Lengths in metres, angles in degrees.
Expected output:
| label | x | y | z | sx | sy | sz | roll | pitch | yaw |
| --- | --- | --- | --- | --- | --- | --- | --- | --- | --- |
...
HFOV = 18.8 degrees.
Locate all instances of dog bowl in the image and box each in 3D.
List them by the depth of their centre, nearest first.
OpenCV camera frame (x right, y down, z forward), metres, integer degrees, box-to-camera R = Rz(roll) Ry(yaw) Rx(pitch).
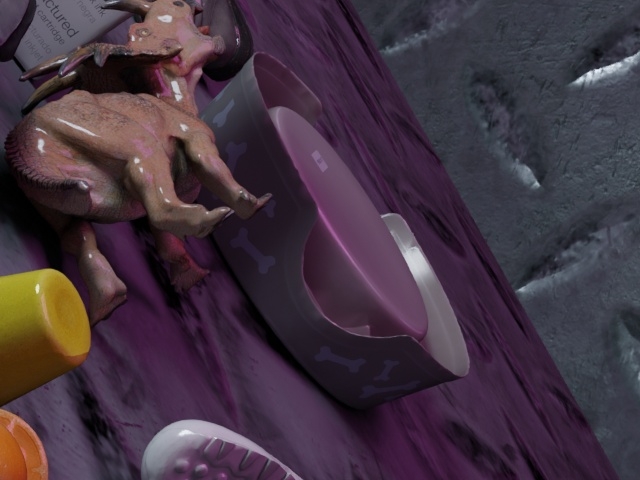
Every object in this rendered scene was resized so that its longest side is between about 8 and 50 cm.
| label | x | y | z | sx | sy | sz | roll | pitch | yaw |
| --- | --- | --- | --- | --- | --- | --- | --- | --- | --- |
| dog bowl | 0.000 | 0.000 | 1.760 | 0.349 | 0.102 | 0.349 | 54 | 11 | -16 |

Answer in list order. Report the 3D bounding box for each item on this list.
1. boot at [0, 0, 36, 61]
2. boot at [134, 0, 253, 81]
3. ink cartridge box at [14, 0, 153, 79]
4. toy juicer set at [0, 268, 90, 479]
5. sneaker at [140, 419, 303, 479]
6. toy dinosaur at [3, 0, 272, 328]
| label | x | y | z | sx | sy | sz | roll | pitch | yaw |
| --- | --- | --- | --- | --- | --- | --- | --- | --- | --- |
| boot | -0.238 | -0.233 | 1.177 | 0.223 | 0.118 | 0.338 | 64 | 36 | -28 |
| boot | -0.154 | -0.284 | 1.935 | 0.161 | 0.083 | 0.246 | 34 | 28 | -57 |
| ink cartridge box | -0.153 | -0.287 | 1.432 | 0.207 | 0.283 | 0.117 | 54 | 12 | -14 |
| toy juicer set | -0.225 | 0.007 | 0.869 | 0.209 | 0.089 | 0.329 | -88 | 154 | -49 |
| sneaker | -0.051 | 0.164 | 1.192 | 0.095 | 0.090 | 0.235 | 50 | 1 | 39 |
| toy dinosaur | -0.146 | -0.063 | 1.298 | 0.200 | 0.127 | 0.295 | 51 | 23 | 6 |
